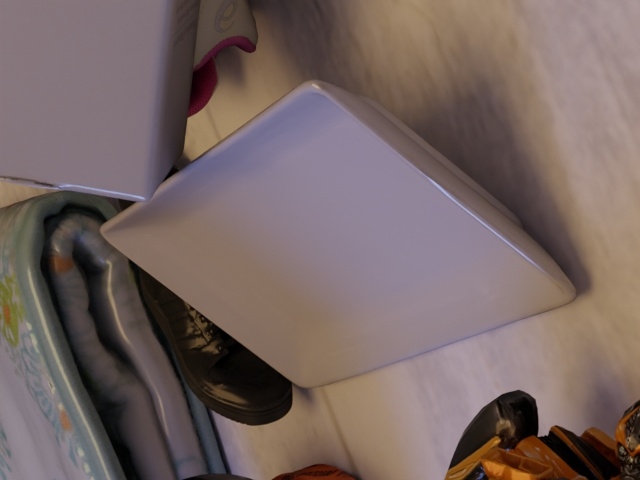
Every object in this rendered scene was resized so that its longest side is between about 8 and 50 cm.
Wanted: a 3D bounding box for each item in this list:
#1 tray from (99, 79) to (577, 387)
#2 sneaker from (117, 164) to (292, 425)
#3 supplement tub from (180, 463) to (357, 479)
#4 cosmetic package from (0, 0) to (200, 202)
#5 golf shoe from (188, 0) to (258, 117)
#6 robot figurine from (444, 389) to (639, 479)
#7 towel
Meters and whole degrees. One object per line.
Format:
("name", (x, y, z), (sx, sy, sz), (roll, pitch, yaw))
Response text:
("tray", (0.000, 0.000, 0.828), (0.145, 0.030, 0.270), (37, 154, -13))
("sneaker", (-0.069, 0.020, 0.987), (0.170, 0.051, 0.089), (50, 150, 39))
("supplement tub", (-0.104, 0.241, 0.910), (0.193, 0.316, 0.193), (40, 140, 44))
("cosmetic package", (-0.110, -0.143, 0.780), (0.085, 0.117, 0.231), (-69, -11, -69))
("golf shoe", (-0.128, -0.112, 0.951), (0.140, 0.115, 0.306), (65, 152, 2))
("robot figurine", (0.112, 0.203, 0.695), (0.211, 0.085, 0.291), (15, 110, 38))
("towel", (-0.166, 0.159, 1.206), (0.320, 0.090, 0.374), (-12, 97, 61))
